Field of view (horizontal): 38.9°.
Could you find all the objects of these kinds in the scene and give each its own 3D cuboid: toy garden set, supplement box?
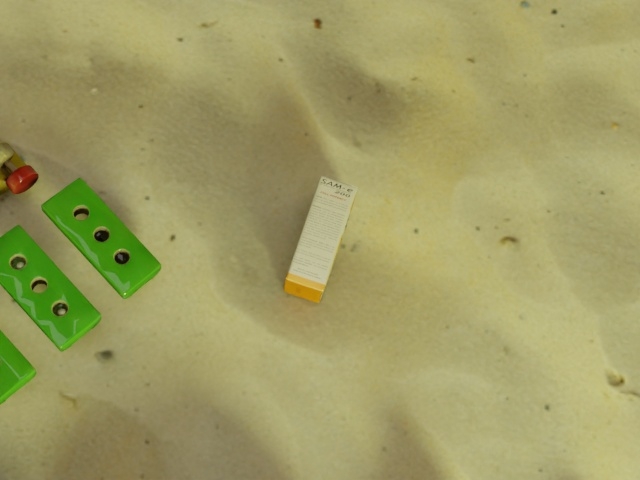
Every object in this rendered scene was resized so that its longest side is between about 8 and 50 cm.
[{"bbox_3d":[-0.294,0.032,0.762,0.244,0.049,0.204,-41,83,-23],"label":"toy garden set"},{"bbox_3d":[0.000,0.000,0.800,0.036,0.062,0.098,18,77,1],"label":"supplement box"}]
